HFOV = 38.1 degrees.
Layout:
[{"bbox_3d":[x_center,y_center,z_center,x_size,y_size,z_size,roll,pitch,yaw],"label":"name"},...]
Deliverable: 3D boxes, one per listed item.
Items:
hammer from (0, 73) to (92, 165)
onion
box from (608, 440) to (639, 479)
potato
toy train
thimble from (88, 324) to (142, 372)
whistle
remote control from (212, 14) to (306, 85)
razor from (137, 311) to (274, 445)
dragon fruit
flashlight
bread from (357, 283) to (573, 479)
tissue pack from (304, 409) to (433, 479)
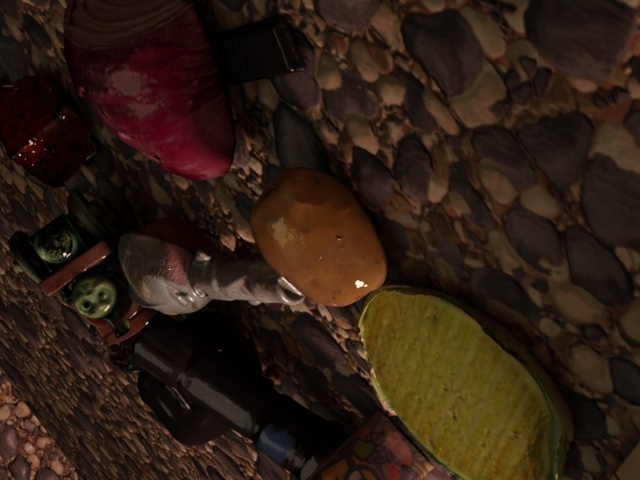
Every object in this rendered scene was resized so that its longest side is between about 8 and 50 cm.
[{"bbox_3d":[-0.453,-0.189,1.496,0.246,0.029,0.103,32,146,28],"label":"hammer"},{"bbox_3d":[-0.213,-0.166,1.059,0.250,0.111,0.248,21,132,41],"label":"onion"},{"bbox_3d":[0.338,0.333,0.845,0.273,0.048,0.265,97,158,-53],"label":"box"},{"bbox_3d":[0.000,0.000,1.001,0.178,0.118,0.109,51,-171,-27],"label":"potato"},{"bbox_3d":[-0.353,0.052,1.436,0.221,0.150,0.304,55,177,1],"label":"toy train"},{"bbox_3d":[-0.354,0.178,1.704,0.135,0.090,0.118,19,140,40],"label":"thimble"},{"bbox_3d":[-0.158,0.040,1.264,0.346,0.133,0.142,3,123,41],"label":"whistle"},{"bbox_3d":[-0.102,-0.196,1.006,0.245,0.025,0.063,2,120,53],"label":"remote control"},{"bbox_3d":[-0.195,0.228,1.521,0.189,0.107,0.327,50,147,3],"label":"razor"},{"bbox_3d":[-0.419,-0.181,1.412,0.161,0.120,0.127,57,-175,28],"label":"dragon fruit"},{"bbox_3d":[-0.087,0.247,1.317,0.424,0.103,0.103,33,148,6],"label":"flashlight"},{"bbox_3d":[0.156,0.169,1.038,0.301,0.045,0.301,34,144,29],"label":"bread"},{"bbox_3d":[0.061,0.312,1.222,0.108,0.148,0.060,46,149,7],"label":"tissue pack"}]
